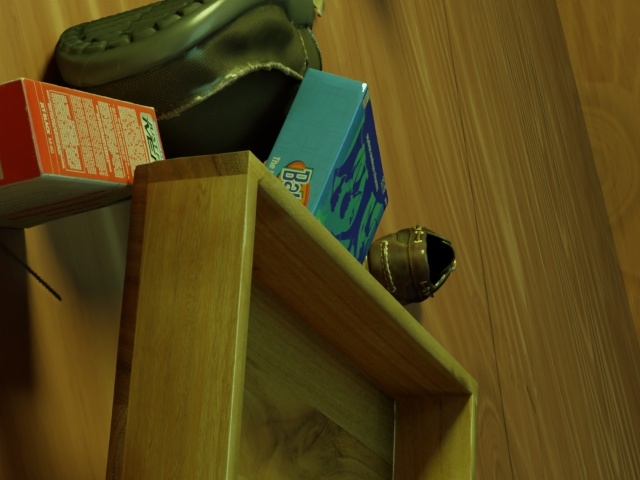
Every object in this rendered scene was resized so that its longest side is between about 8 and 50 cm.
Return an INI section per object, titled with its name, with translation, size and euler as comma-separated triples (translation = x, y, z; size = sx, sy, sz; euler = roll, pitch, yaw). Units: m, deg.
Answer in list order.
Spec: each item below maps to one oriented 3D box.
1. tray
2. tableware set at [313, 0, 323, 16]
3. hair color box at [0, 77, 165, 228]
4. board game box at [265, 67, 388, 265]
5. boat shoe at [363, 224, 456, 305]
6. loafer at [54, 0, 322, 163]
[tray]
translation = -0.001, 0.123, 1.118
size = 0.411, 0.076, 0.203
euler = 46, 43, -61
[tableware set]
translation = -0.021, -0.288, 1.746
size = 0.141, 0.020, 0.168
euler = -78, 149, -57
[hair color box]
translation = -0.153, -0.042, 0.983
size = 0.167, 0.093, 0.053
euler = 8, 69, -73
[board game box]
translation = -0.017, 0.017, 1.261
size = 0.160, 0.047, 0.210
euler = 75, 35, -62
[boat shoe]
translation = 0.092, 0.023, 1.778
size = 0.207, 0.073, 0.073
euler = -19, 94, -75
[loafer]
translation = -0.060, -0.099, 1.262
size = 0.366, 0.134, 0.130
euler = -27, 102, -73
